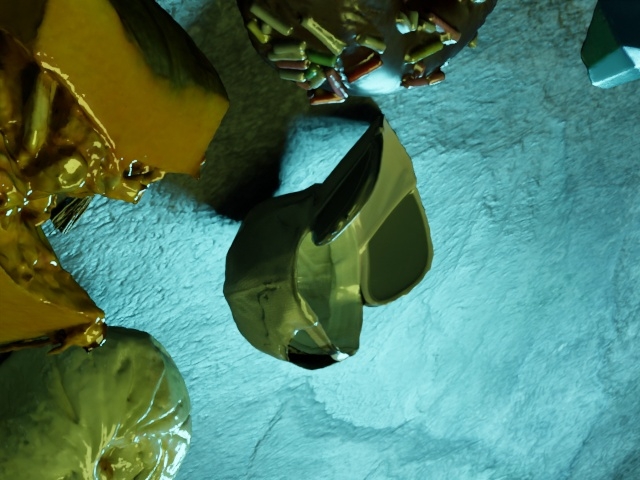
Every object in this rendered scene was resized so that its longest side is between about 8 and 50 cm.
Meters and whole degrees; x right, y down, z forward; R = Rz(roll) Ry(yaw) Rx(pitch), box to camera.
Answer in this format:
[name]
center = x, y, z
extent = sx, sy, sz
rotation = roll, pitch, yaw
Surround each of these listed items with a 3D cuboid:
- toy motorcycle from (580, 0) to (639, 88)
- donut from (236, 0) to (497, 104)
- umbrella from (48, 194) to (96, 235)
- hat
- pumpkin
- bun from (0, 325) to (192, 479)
[toy motorcycle]
center = 0.271, -0.249, 1.501
extent = 0.200, 0.326, 0.191
rotation = -40, 152, 10
[donut]
center = 0.044, -0.246, 1.363
extent = 0.259, 0.136, 0.345
rotation = -50, 150, -28
[umbrella]
center = -0.220, -0.033, 1.588
extent = 0.083, 0.020, 0.031
rotation = -50, 151, 12
[hat]
center = 0.007, -0.006, 1.769
extent = 0.275, 0.161, 0.232
rotation = -59, 157, -9
[pumpkin]
center = -0.242, -0.076, 1.249
extent = 0.303, 0.256, 0.225
rotation = -61, 148, -5
[bun]
center = -0.238, 0.201, 1.740
extent = 0.243, 0.153, 0.244
rotation = -12, 126, -17
